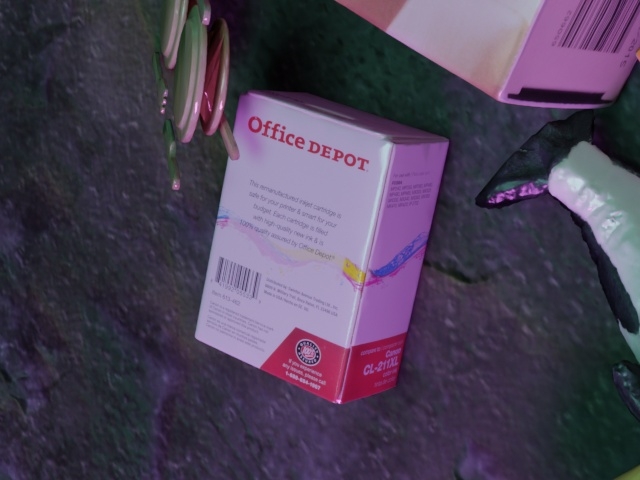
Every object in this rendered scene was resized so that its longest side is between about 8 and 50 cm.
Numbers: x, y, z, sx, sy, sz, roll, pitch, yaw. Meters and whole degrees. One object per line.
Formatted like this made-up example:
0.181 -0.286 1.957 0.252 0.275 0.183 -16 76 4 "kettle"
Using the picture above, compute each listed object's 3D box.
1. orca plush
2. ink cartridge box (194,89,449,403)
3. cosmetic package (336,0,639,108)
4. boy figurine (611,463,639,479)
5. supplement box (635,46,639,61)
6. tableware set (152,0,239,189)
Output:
0.194 0.063 0.800 0.287 0.151 0.102 39 147 24 "orca plush"
0.000 0.000 0.953 0.127 0.072 0.175 22 107 34 "ink cartridge box"
0.051 -0.201 0.848 0.296 0.153 0.129 37 114 30 "cosmetic package"
0.168 0.236 0.783 0.177 0.092 0.285 31 138 30 "boy figurine"
0.268 -0.033 0.748 0.078 0.080 0.233 -45 70 33 "supplement box"
-0.078 -0.133 0.970 0.194 0.039 0.128 -107 26 -56 "tableware set"
